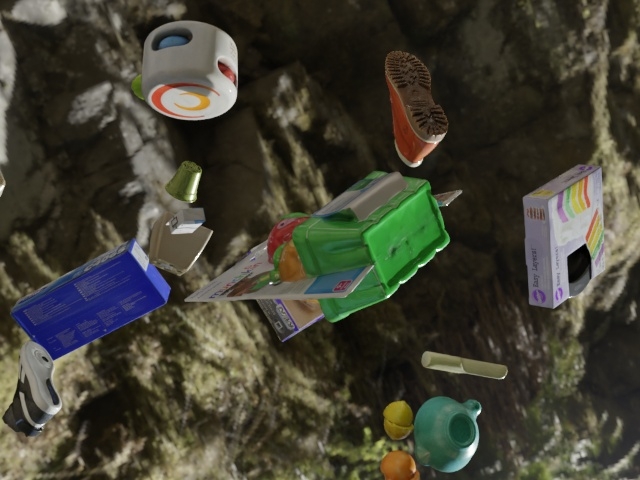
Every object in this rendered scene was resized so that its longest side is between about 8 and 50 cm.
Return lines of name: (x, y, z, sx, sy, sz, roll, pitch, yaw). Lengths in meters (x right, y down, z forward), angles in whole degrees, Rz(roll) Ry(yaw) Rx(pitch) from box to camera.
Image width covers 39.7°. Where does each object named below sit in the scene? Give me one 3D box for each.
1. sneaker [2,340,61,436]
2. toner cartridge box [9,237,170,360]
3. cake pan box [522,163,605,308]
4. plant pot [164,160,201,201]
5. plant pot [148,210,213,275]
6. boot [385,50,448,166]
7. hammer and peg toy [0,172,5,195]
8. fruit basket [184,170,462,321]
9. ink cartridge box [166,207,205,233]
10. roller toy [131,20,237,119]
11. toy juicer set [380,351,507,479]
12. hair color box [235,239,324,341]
sneaker: (-0.597, 0.304, 1.784, 0.121, 0.079, 0.217, -47, -142, 8)
toner cartridge box: (-0.553, 0.146, 2.141, 0.347, 0.165, 0.075, -26, -158, 12)
cake pan box: (0.540, -0.008, 1.953, 0.245, 0.267, 0.070, -24, -155, -40)
plant pot: (-0.330, -0.150, 2.181, 0.079, 0.083, 0.083, -62, -179, 27)
plant pot: (-0.304, 0.013, 1.863, 0.109, 0.109, 0.096, -26, -136, 64)
boot: (0.111, -0.172, 1.154, 0.059, 0.085, 0.158, -2, -122, -18)
hammer and peg toy: (-0.564, -0.176, 1.087, 0.265, 0.127, 0.361, 0, -139, -47)
fruit basket: (0.000, 0.000, 1.381, 0.353, 0.166, 0.327, 1, -153, 42)
ink cartridge box: (-0.266, -0.035, 1.745, 0.048, 0.028, 0.083, -3, 161, -34)
roller toy: (-0.260, -0.346, 1.791, 0.209, 0.146, 0.191, 9, 158, -26)
toy juicer set: (0.200, 0.327, 1.586, 0.089, 0.209, 0.329, -32, -150, 56)
hair color box: (0.020, 0.039, 1.802, 0.338, 0.185, 0.110, -30, 175, -29)
